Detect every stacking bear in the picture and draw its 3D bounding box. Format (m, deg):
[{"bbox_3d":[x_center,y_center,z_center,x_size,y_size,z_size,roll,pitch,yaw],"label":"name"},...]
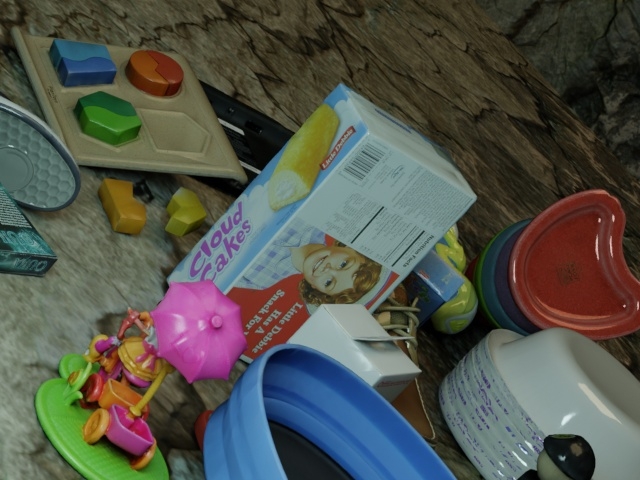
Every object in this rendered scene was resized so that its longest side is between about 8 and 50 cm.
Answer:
[{"bbox_3d":[0.261,0.051,2.353,0.289,0.164,0.175,156,-82,-75],"label":"stacking bear"}]

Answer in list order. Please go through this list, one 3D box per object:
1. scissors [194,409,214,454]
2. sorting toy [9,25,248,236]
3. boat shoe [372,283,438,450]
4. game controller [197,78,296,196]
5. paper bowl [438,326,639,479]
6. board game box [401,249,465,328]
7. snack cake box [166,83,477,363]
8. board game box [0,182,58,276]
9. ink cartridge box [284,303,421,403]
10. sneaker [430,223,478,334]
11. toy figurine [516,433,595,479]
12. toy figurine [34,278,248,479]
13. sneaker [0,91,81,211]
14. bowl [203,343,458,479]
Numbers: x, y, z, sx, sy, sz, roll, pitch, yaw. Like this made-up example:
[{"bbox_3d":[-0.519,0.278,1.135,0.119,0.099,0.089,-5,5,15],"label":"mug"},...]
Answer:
[{"bbox_3d":[-0.030,0.251,1.569,0.109,0.021,0.297,32,21,-39],"label":"scissors"},{"bbox_3d":[-0.182,-0.116,1.977,0.229,0.041,0.307,8,37,-34],"label":"sorting toy"},{"bbox_3d":[0.037,0.086,1.934,0.122,0.120,0.324,26,23,-43],"label":"boat shoe"},{"bbox_3d":[-0.113,-0.114,2.215,0.319,0.067,0.166,25,39,-43],"label":"game controller"},{"bbox_3d":[0.280,0.210,2.132,0.284,0.148,0.284,38,19,-16],"label":"paper bowl"},{"bbox_3d":[0.071,0.024,2.125,0.160,0.039,0.211,44,-14,3],"label":"board game box"},{"bbox_3d":[0.000,0.000,1.812,0.152,0.264,0.089,29,21,-37],"label":"snack cake box"},{"bbox_3d":[-0.313,-0.027,1.594,0.126,0.026,0.186,50,18,23],"label":"board game box"},{"bbox_3d":[0.014,0.125,1.748,0.090,0.143,0.092,48,18,18],"label":"ink cartridge box"},{"bbox_3d":[0.110,0.006,2.338,0.126,0.091,0.240,28,23,-37],"label":"sneaker"},{"bbox_3d":[0.270,0.313,1.853,0.209,0.148,0.213,34,18,-25],"label":"toy figurine"},{"bbox_3d":[-0.125,0.092,1.496,0.130,0.159,0.173,34,18,-26],"label":"toy figurine"},{"bbox_3d":[-0.306,-0.130,1.757,0.226,0.086,0.163,37,21,-14],"label":"sneaker"},{"bbox_3d":[0.051,0.261,1.527,0.391,0.077,0.391,47,16,-19],"label":"bowl"}]
